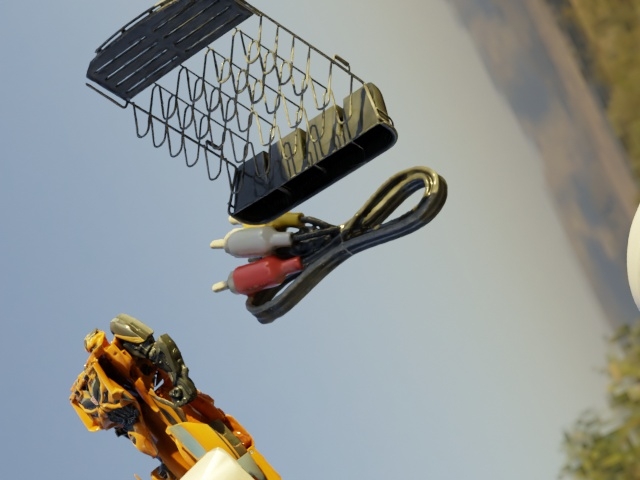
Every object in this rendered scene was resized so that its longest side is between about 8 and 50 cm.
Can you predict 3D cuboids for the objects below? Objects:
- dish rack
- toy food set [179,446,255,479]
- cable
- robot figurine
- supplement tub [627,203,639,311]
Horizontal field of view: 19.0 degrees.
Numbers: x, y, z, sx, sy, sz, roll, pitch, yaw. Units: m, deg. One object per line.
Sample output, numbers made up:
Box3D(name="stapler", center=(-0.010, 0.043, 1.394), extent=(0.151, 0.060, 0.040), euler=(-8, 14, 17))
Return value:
Box3D(name="dish rack", center=(-0.083, -0.136, 1.862), extent=(0.271, 0.208, 0.074), euler=(31, -141, -38))
Box3D(name="toy food set", center=(-0.081, 0.344, 1.647), extent=(0.092, 0.220, 0.306), euler=(34, 166, 50))
Box3D(name="cable", center=(0.000, 0.000, 2.023), extent=(0.072, 0.287, 0.139), euler=(36, -131, -36))
Box3D(name="robot figurine", center=(-0.162, 0.213, 2.069), extent=(0.291, 0.085, 0.211), euler=(45, 145, 7))
Box3D(name="supplement tub", center=(0.486, 0.039, 1.857), extent=(0.325, 0.235, 0.235), euler=(28, 156, 50))
